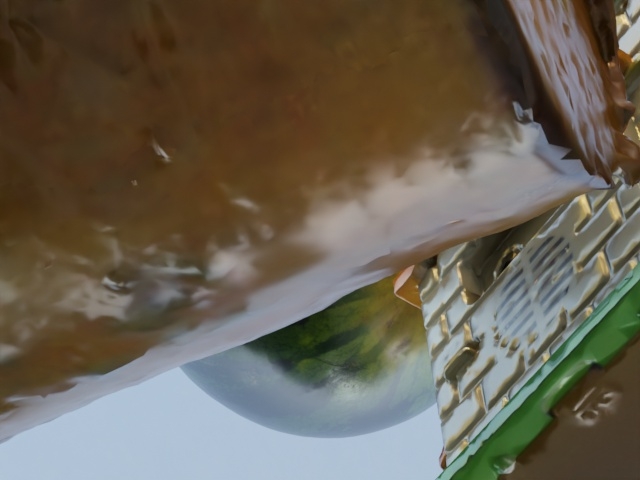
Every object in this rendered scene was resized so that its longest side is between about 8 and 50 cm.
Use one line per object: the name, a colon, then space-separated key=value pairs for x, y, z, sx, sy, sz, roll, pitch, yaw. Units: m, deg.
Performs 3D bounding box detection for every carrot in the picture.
carrot: x=-0.090 y=-0.053 z=0.515 sx=0.340 sy=0.224 sz=0.224 roll=-17 pitch=-118 yaw=18

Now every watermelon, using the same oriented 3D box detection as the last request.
watermelon: x=0.004 y=0.002 z=1.114 sx=0.268 sy=0.269 sz=0.269 roll=-3 pitch=-116 yaw=7

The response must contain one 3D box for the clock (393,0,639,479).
clock: x=0.134 y=0.009 z=0.804 sx=0.106 sy=0.220 sz=0.255 roll=28 pitch=-151 yaw=-20
